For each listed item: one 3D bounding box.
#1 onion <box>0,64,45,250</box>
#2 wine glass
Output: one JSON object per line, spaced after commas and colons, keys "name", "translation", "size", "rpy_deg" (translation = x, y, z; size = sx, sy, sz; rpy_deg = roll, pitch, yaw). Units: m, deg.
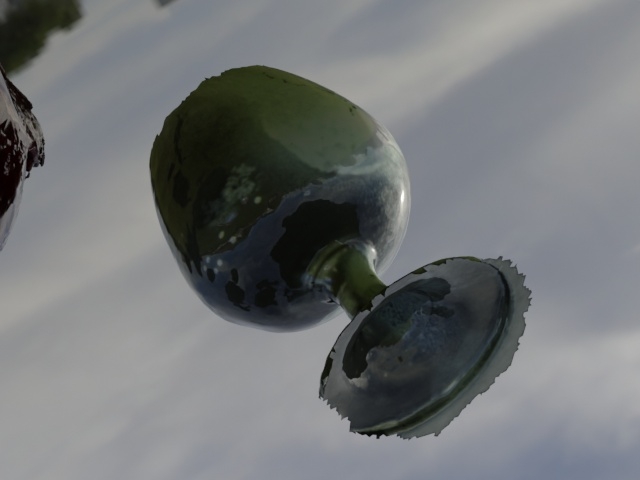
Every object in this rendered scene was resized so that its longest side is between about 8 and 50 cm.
{"name": "onion", "translation": [-0.345, -0.080, 1.294], "size": [0.276, 0.276, 0.276], "rpy_deg": [-28, -166, 8]}
{"name": "wine glass", "translation": [0.000, 0.000, 1.433], "size": [0.238, 0.238, 0.323], "rpy_deg": [-33, -126, -10]}
